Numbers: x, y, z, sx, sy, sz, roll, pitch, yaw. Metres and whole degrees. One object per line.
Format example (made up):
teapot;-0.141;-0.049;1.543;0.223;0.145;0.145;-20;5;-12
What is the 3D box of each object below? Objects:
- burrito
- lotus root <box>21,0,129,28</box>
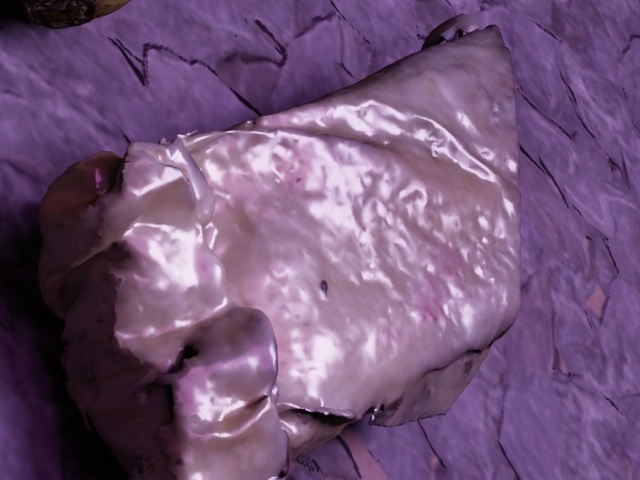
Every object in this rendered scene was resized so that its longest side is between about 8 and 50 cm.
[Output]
burrito;0.004;0.012;0.907;0.348;0.107;0.175;-27;102;-52
lotus root;-0.108;-0.168;0.917;0.089;0.080;0.179;38;41;-29
